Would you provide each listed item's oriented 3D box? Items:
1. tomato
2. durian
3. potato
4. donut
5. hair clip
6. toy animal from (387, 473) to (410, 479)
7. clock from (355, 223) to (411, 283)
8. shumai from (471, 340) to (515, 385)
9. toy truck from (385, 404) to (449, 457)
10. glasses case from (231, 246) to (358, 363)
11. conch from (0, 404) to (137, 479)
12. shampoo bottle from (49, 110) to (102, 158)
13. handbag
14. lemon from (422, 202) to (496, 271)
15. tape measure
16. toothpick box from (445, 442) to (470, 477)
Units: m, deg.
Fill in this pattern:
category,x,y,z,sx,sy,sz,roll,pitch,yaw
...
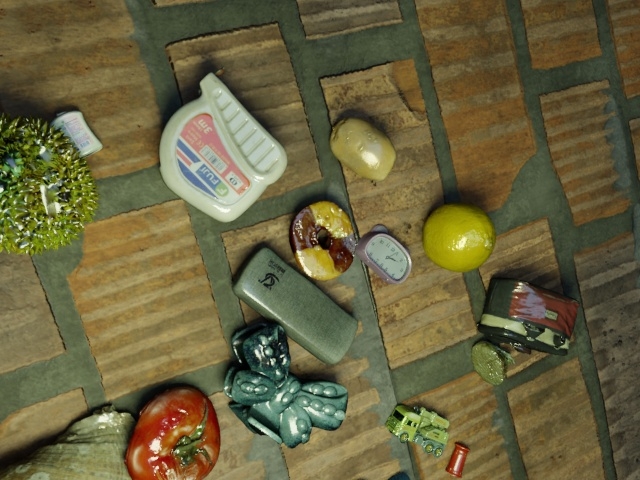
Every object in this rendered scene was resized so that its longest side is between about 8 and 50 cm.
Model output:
category,x,y,z,sx,sy,sz,roll,pitch,yaw
tomato,-0.290,0.431,1.150,0.227,0.101,0.228,-5,96,-51
durian,-0.572,-0.101,1.016,0.291,0.224,0.292,-23,119,-50
potato,0.104,-0.224,1.324,0.178,0.118,0.109,38,43,-5
donut,0.000,0.000,1.308,0.166,0.073,0.184,-29,101,-17
hair clip,-0.096,0.342,1.236,0.310,0.194,0.206,47,64,-14
toy animal,0.126,0.702,1.378,0.255,0.176,0.239,-32,101,18
clock,0.171,0.034,1.386,0.152,0.050,0.110,42,77,-17
shumai,0.480,0.325,1.499,0.087,0.098,0.124,-24,102,-36
toy truck,0.261,0.485,1.421,0.168,0.077,0.100,29,84,-18
glasses case,-0.055,0.157,1.281,0.323,0.074,0.131,40,63,-17
conch,-0.485,0.513,1.069,0.352,0.210,0.297,-48,115,-12
shampoo bottle,-0.506,-0.218,1.122,0.072,0.043,0.099,-33,102,-15
handbag,0.566,0.215,1.478,0.254,0.181,0.182,18,83,-18
lemon,0.351,-0.007,1.378,0.178,0.203,0.179,-9,107,-33
tape measure,-0.221,-0.192,1.191,0.265,0.130,0.258,-46,103,-8
toothpick box,0.375,0.596,1.483,0.047,0.047,0.083,25,82,-20
